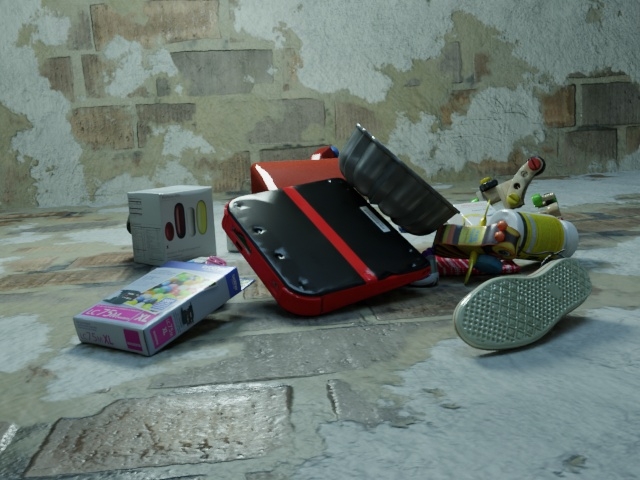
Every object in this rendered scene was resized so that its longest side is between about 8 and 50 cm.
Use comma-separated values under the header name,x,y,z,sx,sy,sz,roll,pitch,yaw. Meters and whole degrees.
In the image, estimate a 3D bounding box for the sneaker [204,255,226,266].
name,x,y,z,sx,sy,sz,roll,pitch,yaw
sneaker,-0.238,0.107,1.546,0.063,0.074,0.170,13,31,-9

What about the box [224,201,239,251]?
name,x,y,z,sx,sy,sz,roll,pitch,yaw
box,-0.174,-0.056,2.188,0.127,0.148,0.232,3,12,27

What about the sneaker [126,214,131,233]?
name,x,y,z,sx,sy,sz,roll,pitch,yaw
sneaker,-0.482,-0.037,2.159,0.106,0.101,0.267,17,-7,20

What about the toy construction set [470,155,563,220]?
name,x,y,z,sx,sy,sz,roll,pitch,yaw
toy construction set,0.567,-0.086,2.087,0.237,0.257,0.309,-17,16,18

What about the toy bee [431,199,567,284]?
name,x,y,z,sx,sy,sz,roll,pitch,yaw
toy bee,0.381,-0.006,1.597,0.298,0.195,0.162,-12,-30,20

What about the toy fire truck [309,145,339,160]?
name,x,y,z,sx,sy,sz,roll,pitch,yaw
toy fire truck,0.032,-0.155,2.210,0.170,0.302,0.253,-9,42,18

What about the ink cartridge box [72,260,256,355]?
name,x,y,z,sx,sy,sz,roll,pitch,yaw
ink cartridge box,-0.287,0.109,1.364,0.186,0.065,0.311,4,22,33

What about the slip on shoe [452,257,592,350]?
name,x,y,z,sx,sy,sz,roll,pitch,yaw
slip on shoe,0.341,0.115,1.235,0.331,0.123,0.101,-17,-15,-39

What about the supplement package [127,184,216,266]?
name,x,y,z,sx,sy,sz,roll,pitch,yaw
supplement package,-0.420,-0.046,2.046,0.149,0.203,0.194,5,13,40

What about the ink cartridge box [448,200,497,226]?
name,x,y,z,sx,sy,sz,roll,pitch,yaw
ink cartridge box,0.438,-0.049,1.998,0.115,0.067,0.198,-7,35,-21

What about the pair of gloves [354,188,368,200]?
name,x,y,z,sx,sy,sz,roll,pitch,yaw
pair of gloves,0.022,-0.108,2.005,0.240,0.204,0.042,-3,48,-16

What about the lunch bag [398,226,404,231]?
name,x,y,z,sx,sy,sz,roll,pitch,yaw
lunch bag,0.292,-0.060,2.327,0.099,0.065,0.067,-1,26,6

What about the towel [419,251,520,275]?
name,x,y,z,sx,sy,sz,roll,pitch,yaw
towel,0.332,0.052,1.768,0.275,0.031,0.199,-2,11,3

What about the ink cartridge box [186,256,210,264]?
name,x,y,z,sx,sy,sz,roll,pitch,yaw
ink cartridge box,-0.310,0.062,1.897,0.048,0.028,0.083,2,11,26

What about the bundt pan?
name,x,y,z,sx,sy,sz,roll,pitch,yaw
bundt pan,0.171,-0.132,1.722,0.331,0.124,0.331,40,8,-7

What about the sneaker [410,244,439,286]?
name,x,y,z,sx,sy,sz,roll,pitch,yaw
sneaker,0.161,0.048,1.640,0.224,0.098,0.083,1,11,20

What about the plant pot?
name,x,y,z,sx,sy,sz,roll,pitch,yaw
plant pot,-0.033,-0.046,1.840,0.268,0.267,0.235,-4,23,-8

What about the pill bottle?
name,x,y,z,sx,sy,sz,roll,pitch,yaw
pill bottle,0.518,-0.009,1.747,0.209,0.119,0.119,6,5,-28

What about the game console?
name,x,y,z,sx,sy,sz,roll,pitch,yaw
game console,0.000,0.000,1.564,0.342,0.060,0.386,-13,42,-29
